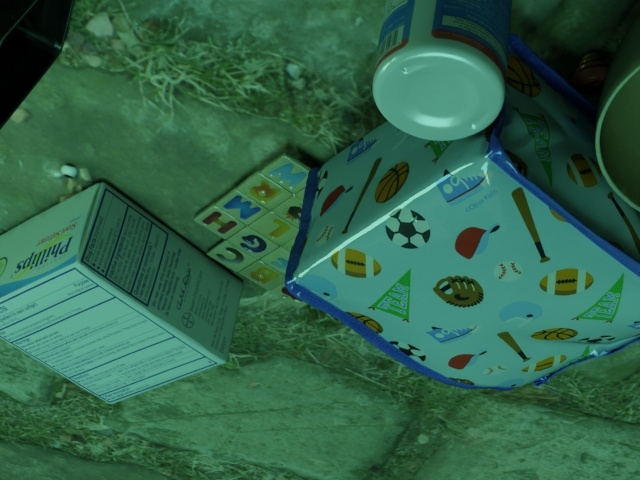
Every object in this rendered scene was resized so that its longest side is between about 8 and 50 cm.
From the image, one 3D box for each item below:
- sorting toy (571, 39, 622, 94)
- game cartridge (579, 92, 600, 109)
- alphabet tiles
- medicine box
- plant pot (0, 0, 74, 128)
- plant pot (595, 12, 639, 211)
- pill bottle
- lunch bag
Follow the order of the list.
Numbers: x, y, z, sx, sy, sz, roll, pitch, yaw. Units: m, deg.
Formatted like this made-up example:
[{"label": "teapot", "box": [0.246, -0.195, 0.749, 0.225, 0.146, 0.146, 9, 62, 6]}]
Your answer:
[{"label": "sorting toy", "box": [0.326, -0.189, 1.268, 0.102, 0.042, 0.061, -1, 159, -4]}, {"label": "game cartridge", "box": [0.264, -0.074, 1.418, 0.198, 0.062, 0.297, 15, 143, 2]}, {"label": "alphabet tiles", "box": [0.000, 0.000, 1.586, 0.285, 0.011, 0.342, 32, 143, -23]}, {"label": "medicine box", "box": [-0.310, 0.086, 1.690, 0.263, 0.149, 0.289, -22, 132, 36]}, {"label": "plant pot", "box": [-0.383, -0.246, 1.254, 0.167, 0.188, 0.187, 27, 142, -3]}, {"label": "plant pot", "box": [0.411, -0.167, 1.137, 0.284, 0.191, 0.284, 5, 141, 4]}, {"label": "pill bottle", "box": [0.123, -0.215, 1.123, 0.124, 0.221, 0.124, 7, 143, 6]}, {"label": "lunch bag", "box": [0.214, 0.007, 1.301, 0.385, 0.239, 0.328, 35, 135, -23]}]
